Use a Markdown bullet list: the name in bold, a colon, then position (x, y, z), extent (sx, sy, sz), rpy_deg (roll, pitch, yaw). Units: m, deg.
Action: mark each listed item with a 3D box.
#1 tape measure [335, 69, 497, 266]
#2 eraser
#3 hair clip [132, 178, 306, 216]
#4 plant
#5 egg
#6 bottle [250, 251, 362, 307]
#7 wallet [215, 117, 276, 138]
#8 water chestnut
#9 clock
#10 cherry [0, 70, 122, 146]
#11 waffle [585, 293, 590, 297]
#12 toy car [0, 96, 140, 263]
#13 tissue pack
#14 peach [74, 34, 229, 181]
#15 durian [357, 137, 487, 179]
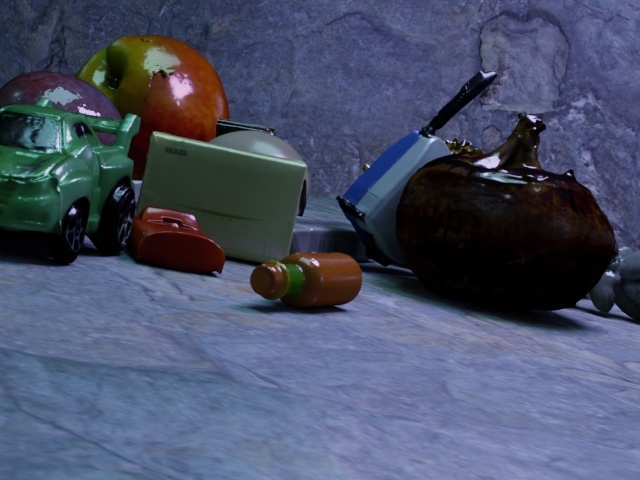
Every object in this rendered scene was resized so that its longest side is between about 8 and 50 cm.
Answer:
- **tape measure**: position (0.191, -0.116, 1.918), extent (0.098, 0.351, 0.215), rpy_deg (34, -17, 43)
- **eraser**: position (0.000, 0.000, 1.897), extent (0.089, 0.061, 0.352), rpy_deg (14, 6, 26)
- **hair clip**: position (-0.191, -0.069, 1.858), extent (0.331, 0.085, 0.101), rpy_deg (1, 4, -25)
- **plant**: position (0.476, 0.050, 1.984), extent (0.275, 0.146, 0.149), rpy_deg (15, 49, 14)
- **egg**: position (-0.135, -0.117, 2.138), extent (0.242, 0.186, 0.186), rpy_deg (17, 7, 28)
- **bottle**: position (-0.020, 0.045, 1.317), extent (0.069, 0.069, 0.187), rpy_deg (15, 5, 27)
- **wallet**: position (-0.157, -0.139, 2.273), extent (0.124, 0.230, 0.042), rpy_deg (10, 44, 3)
- **water chestnut**: position (0.295, -0.047, 1.757), extent (0.351, 0.302, 0.350), rpy_deg (8, 6, -1)
- **clock**: position (-0.192, -0.001, 1.471), extent (0.113, 0.061, 0.155), rpy_deg (11, 7, -20)
- **cherry**: position (-0.465, -0.192, 2.007), extent (0.236, 0.213, 0.285), rpy_deg (43, 8, -48)
- **waffle**: position (0.407, 0.057, 2.247), extent (0.274, 0.057, 0.168), rpy_deg (17, 7, 42)
- **toy car**: position (-0.345, -0.084, 1.373), extent (0.214, 0.176, 0.359), rpy_deg (12, 6, 7)
- **tissue pack**: position (-0.149, -0.061, 1.651), extent (0.234, 0.159, 0.125), rpy_deg (12, 5, -7)
- **peach**: position (-0.345, -0.249, 2.356), extent (0.370, 0.370, 0.370), rpy_deg (12, 5, -1)
- **durian**: position (0.212, -0.062, 2.131), extent (0.293, 0.258, 0.258), rpy_deg (-11, 16, -29)
